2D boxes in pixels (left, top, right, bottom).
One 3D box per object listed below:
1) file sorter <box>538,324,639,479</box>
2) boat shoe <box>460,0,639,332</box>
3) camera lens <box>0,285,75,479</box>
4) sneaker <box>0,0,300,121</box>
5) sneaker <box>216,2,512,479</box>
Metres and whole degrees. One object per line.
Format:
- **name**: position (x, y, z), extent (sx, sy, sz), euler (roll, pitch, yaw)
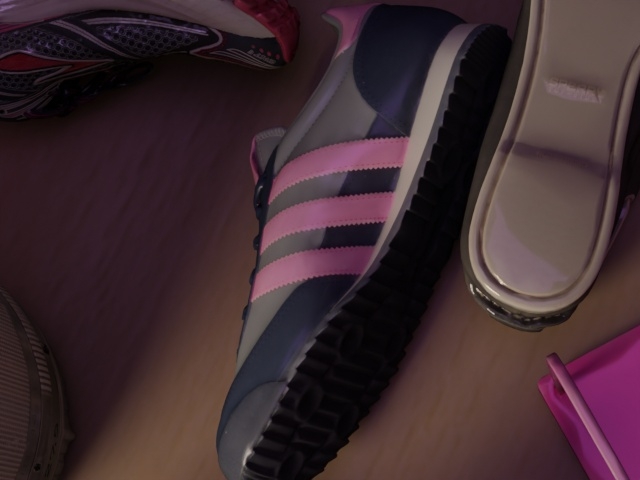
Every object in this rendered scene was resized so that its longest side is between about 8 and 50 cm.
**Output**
- **file sorter**: position (0.287, 0.085, 0.849), extent (0.290, 0.182, 0.202), euler (-29, 75, 3)
- **boat shoe**: position (0.165, -0.103, 0.969), extent (0.112, 0.095, 0.335), euler (21, 78, 6)
- **camera lens**: position (-0.280, 0.095, 0.905), extent (0.219, 0.274, 0.219), euler (-2, 78, 10)
- **sneaker**: position (-0.158, -0.129, 1.025), extent (0.299, 0.121, 0.112), euler (3, 102, 13)
- **sneaker**: position (0.000, 0.000, 0.973), extent (0.131, 0.112, 0.319), euler (21, 77, 30)
